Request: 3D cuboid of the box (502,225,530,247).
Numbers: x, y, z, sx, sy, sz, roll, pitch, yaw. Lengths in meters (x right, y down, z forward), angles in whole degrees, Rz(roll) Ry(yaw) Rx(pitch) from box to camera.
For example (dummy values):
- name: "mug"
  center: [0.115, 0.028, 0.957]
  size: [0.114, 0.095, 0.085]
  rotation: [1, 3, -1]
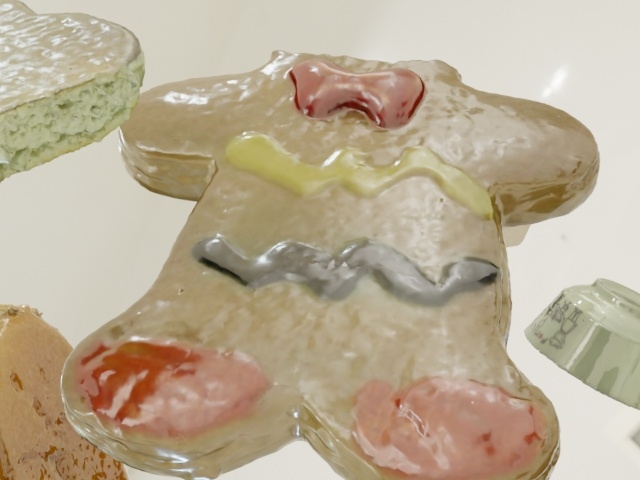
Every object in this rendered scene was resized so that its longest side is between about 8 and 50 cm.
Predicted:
- name: "box"
  center: [0.249, -0.033, 2.036]
  size: [0.122, 0.062, 0.089]
  rotation: [-7, -49, -42]

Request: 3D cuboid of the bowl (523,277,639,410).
- name: "bowl"
  center: [0.375, 0.121, 1.815]
  size: [0.112, 0.211, 0.211]
  rotation: [-65, -18, 13]

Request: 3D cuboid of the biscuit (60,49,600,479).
- name: "biscuit"
  center: [0.000, 0.000, 0.999]
  size: [0.076, 0.368, 0.394]
  rotation: [86, -165, -46]

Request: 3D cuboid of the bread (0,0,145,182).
- name: "bread"
  center: [-0.255, -0.082, 0.849]
  size: [0.287, 0.207, 0.056]
  rotation: [-23, -51, -30]

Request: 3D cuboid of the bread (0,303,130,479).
- name: "bread"
  center: [-0.306, 0.253, 1.453]
  size: [0.183, 0.388, 0.236]
  rotation: [-16, 1, 11]
